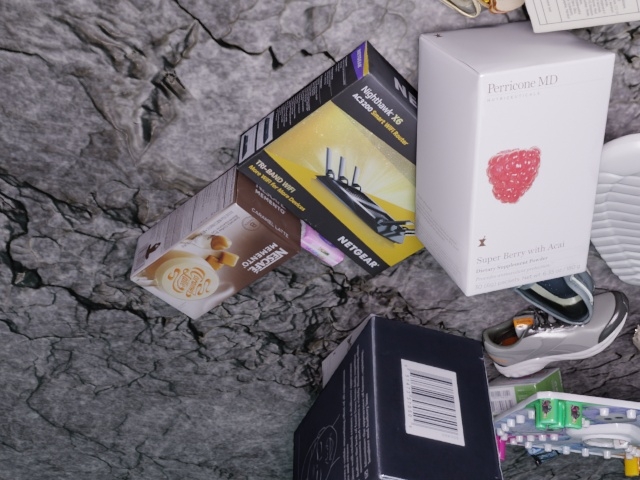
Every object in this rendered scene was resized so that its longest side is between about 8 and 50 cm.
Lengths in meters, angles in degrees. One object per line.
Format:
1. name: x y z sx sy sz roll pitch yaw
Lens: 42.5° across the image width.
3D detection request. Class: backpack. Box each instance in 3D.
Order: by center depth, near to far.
1. backpack: 0.468 0.384 1.675 0.114 0.105 0.084 -26 131 18

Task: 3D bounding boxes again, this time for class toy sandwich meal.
1. toy sandwich meal: 0.216 -0.314 0.986 0.085 0.029 0.086 -10 112 -27

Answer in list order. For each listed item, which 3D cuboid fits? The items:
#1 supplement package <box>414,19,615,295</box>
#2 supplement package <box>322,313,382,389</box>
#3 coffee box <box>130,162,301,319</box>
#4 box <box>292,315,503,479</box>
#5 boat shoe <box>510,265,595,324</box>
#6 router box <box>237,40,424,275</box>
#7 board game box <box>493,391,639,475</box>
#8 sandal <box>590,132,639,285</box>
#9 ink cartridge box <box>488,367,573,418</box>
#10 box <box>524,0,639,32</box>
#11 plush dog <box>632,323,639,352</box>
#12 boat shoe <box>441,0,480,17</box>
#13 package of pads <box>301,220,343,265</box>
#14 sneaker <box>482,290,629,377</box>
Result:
1. supplement package: 0.233 -0.108 1.043 0.177 0.175 0.293 -11 121 -13
2. supplement package: 0.090 0.237 1.526 0.105 0.105 0.179 23 131 -21
3. coffee box: -0.164 0.006 1.294 0.246 0.098 0.141 -32 127 29
4. box: 0.108 0.373 1.380 0.211 0.294 0.395 15 135 -15
5. boat shoe: 0.337 0.033 1.319 0.319 0.099 0.116 34 127 -30
6. router box: 0.073 -0.103 1.193 0.243 0.081 0.309 -33 127 28
7. board game box: 0.501 0.353 1.442 0.389 0.050 0.390 8 157 -5
8. sandal: 0.476 -0.053 1.240 0.169 0.102 0.416 -1 151 23
9. ink cartridge box: 0.392 0.281 1.551 0.109 0.062 0.209 -11 178 33
10. box: 0.372 -0.327 0.862 0.311 0.121 0.148 1 141 30
11. plush dog: 0.687 0.153 1.369 0.225 0.211 0.262 -32 159 -8
12. boat shoe: 0.136 -0.324 0.990 0.153 0.048 0.056 32 128 -29
13. package of pads: 0.000 0.000 1.322 0.083 0.050 0.032 32 132 -29
14. sneaker: 0.411 0.157 1.450 0.271 0.100 0.108 -28 124 27
